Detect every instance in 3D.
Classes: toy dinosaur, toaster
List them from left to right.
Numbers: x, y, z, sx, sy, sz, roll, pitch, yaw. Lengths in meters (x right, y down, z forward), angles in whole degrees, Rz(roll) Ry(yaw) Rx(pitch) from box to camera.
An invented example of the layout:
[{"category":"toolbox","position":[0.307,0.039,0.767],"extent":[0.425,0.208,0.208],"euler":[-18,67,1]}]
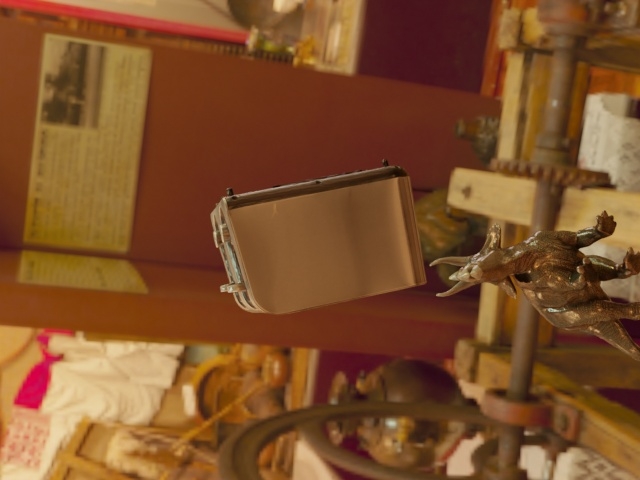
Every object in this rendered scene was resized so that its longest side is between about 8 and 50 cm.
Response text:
[{"category":"toaster","position":[0.000,0.000,0.877],"extent":[0.168,0.185,0.110],"euler":[165,93,-79]},{"category":"toy dinosaur","position":[0.298,0.051,1.190],"extent":[0.160,0.313,0.121],"euler":[-14,56,50]}]
